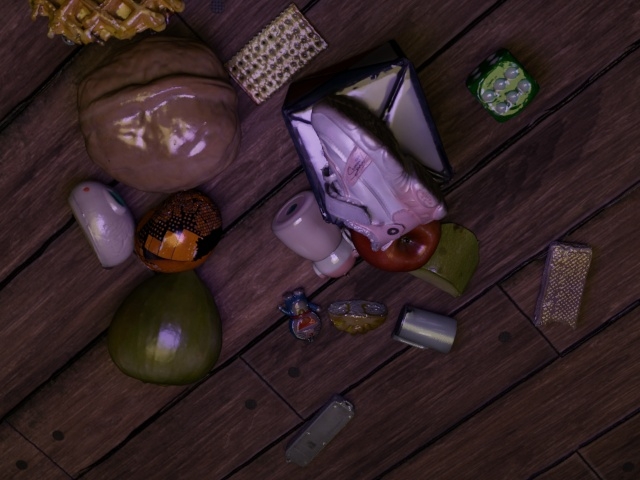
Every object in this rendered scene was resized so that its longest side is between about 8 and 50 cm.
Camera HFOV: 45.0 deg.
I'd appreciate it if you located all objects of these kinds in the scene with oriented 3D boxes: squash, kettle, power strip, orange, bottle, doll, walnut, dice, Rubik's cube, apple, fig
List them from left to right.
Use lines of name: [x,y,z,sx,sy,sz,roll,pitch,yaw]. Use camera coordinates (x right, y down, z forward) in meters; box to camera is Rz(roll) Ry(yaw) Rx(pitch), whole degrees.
walnut: [-0.364,-0.284,1.768,0.381,0.381,0.381,1,111,2]
fig: [-0.389,0.219,1.998,0.316,0.316,0.316,1,111,2]
orange: [-0.351,-0.018,1.917,0.234,0.234,0.182,-29,107,13]
doll: [-0.049,0.205,2.069,0.114,0.085,0.152,-20,99,-10]
power strip: [-0.001,0.543,2.214,0.078,0.052,0.272,36,108,-11]
bottle: [0.000,0.000,1.958,0.147,0.147,0.236,-37,113,15]
Rubik's cube: [0.101,-0.245,1.770,0.305,0.307,0.310,-22,109,8]
apple: [0.183,-0.030,1.893,0.218,0.201,0.218,-7,119,-13]
kettle: [0.277,0.237,2.069,0.148,0.127,0.098,17,79,-1]
squash: [0.324,0.052,1.989,0.192,0.085,0.184,26,111,-9]
dice: [0.424,-0.361,1.804,0.128,0.120,0.131,-41,103,17]

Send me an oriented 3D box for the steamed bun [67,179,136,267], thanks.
steamed bun: [-0.539,-0.050,1.947,0.131,0.177,0.228,-26,110,-16]

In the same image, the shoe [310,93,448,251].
shoe: [0.085,-0.124,1.561,0.198,0.172,0.351,-42,106,18]

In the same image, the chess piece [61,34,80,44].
chess piece: [-0.564,-0.479,1.788,0.059,0.149,0.059,0,110,1]

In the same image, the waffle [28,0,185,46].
waffle: [-0.472,-0.620,1.697,0.382,0.095,0.379,-9,91,-1]

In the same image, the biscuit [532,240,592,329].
biscuit: [0.629,0.118,2.014,0.108,0.062,0.239,6,110,2]

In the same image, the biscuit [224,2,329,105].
biscuit: [-0.108,-0.440,1.853,0.231,0.016,0.139,-39,104,16]

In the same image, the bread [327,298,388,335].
bread: [0.094,0.212,2.071,0.157,0.083,0.094,13,123,-4]
